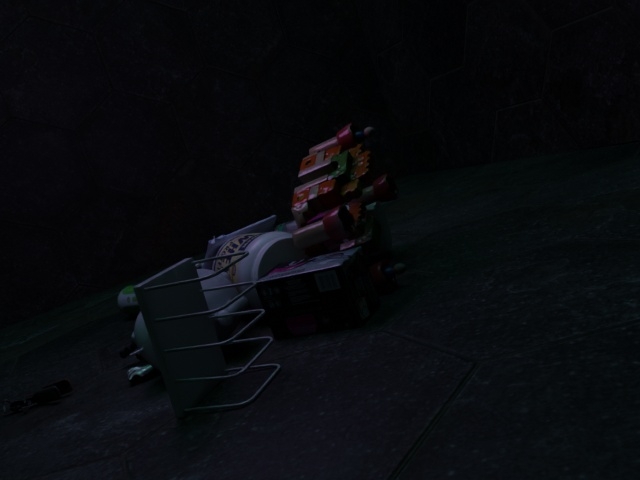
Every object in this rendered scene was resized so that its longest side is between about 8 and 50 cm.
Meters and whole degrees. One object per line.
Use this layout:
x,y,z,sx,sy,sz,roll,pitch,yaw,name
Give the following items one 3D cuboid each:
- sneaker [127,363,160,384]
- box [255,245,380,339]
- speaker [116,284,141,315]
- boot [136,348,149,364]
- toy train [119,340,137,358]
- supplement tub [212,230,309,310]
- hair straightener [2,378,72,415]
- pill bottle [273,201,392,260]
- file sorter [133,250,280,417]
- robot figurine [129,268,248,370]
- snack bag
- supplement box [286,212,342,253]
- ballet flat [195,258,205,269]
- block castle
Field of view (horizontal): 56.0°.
-0.432,0.331,1.512,0.109,0.040,0.043,-23,26,-5,sneaker
-0.007,0.125,1.469,0.247,0.163,0.142,-13,12,28,box
-0.664,0.225,2.318,0.297,0.131,0.131,-10,12,44,speaker
-0.452,0.300,1.667,0.161,0.083,0.246,-28,5,23,boot
-0.497,0.275,1.665,0.158,0.027,0.036,-40,-6,20,toy train
-0.154,0.093,1.731,0.236,0.235,0.325,-23,10,-28,supplement tub
-0.771,0.420,1.596,0.231,0.047,0.089,-15,9,22,hair straightener
0.041,0.000,2.008,0.361,0.204,0.204,-15,10,18,pill bottle
-0.212,0.181,1.214,0.173,0.277,0.193,-10,11,22,file sorter
-0.327,0.199,1.508,0.300,0.199,0.353,-18,13,22,robot figurine
-0.280,0.083,1.997,0.323,0.037,0.342,-26,-33,-48,snack bag
-0.003,0.035,1.825,0.111,0.219,0.114,-24,10,-29,supplement box
-0.432,0.153,2.179,0.400,0.139,0.139,-25,11,-30,ballet flat
0.102,-0.095,1.669,0.213,0.303,0.453,-21,37,27,block castle
